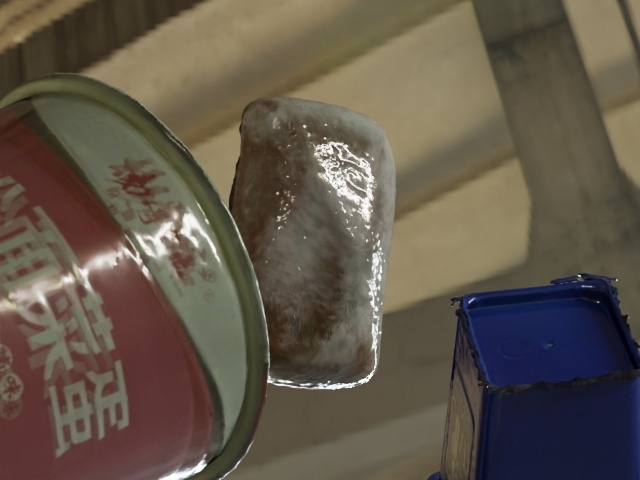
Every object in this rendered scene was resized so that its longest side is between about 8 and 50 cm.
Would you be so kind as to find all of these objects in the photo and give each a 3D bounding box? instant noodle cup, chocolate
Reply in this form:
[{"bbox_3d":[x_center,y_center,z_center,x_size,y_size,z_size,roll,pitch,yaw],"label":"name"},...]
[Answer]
[{"bbox_3d":[-0.165,0.052,0.812,0.178,0.235,0.235,-27,-21,-43],"label":"instant noodle cup"},{"bbox_3d":[0.000,0.000,1.712,0.185,0.303,0.100,8,-11,-25],"label":"chocolate"}]

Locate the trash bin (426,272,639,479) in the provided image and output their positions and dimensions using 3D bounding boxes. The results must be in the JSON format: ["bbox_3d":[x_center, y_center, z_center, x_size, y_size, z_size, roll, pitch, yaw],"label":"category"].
[{"bbox_3d":[0.171,0.153,1.186,0.184,0.162,0.234,-6,-56,-5],"label":"trash bin"}]
